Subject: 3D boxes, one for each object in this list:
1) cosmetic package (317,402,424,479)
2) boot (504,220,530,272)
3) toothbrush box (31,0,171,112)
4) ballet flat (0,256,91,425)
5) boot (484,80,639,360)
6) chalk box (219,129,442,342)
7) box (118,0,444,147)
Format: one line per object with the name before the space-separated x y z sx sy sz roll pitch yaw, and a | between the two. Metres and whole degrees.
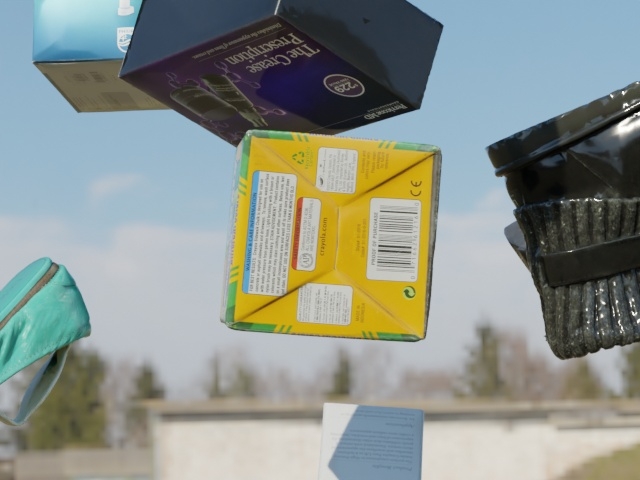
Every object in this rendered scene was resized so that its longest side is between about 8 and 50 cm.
cosmetic package | 0.051 0.293 2.102 0.117 0.231 0.085 4 -39 3
boot | 0.489 -0.034 2.521 0.445 0.146 0.367 -30 22 1
toothbrush box | -0.229 -0.308 2.117 0.126 0.295 0.216 0 -10 6
ballet flat | -0.257 0.114 1.411 0.247 0.087 0.083 -43 15 -29
boot | 0.370 -0.039 2.084 0.348 0.260 0.131 -22 -4 3
chalk box | 0.000 0.000 1.814 0.179 0.180 0.289 5 -3 -5
box | -0.041 -0.181 1.853 0.184 0.103 0.261 28 -25 -31
